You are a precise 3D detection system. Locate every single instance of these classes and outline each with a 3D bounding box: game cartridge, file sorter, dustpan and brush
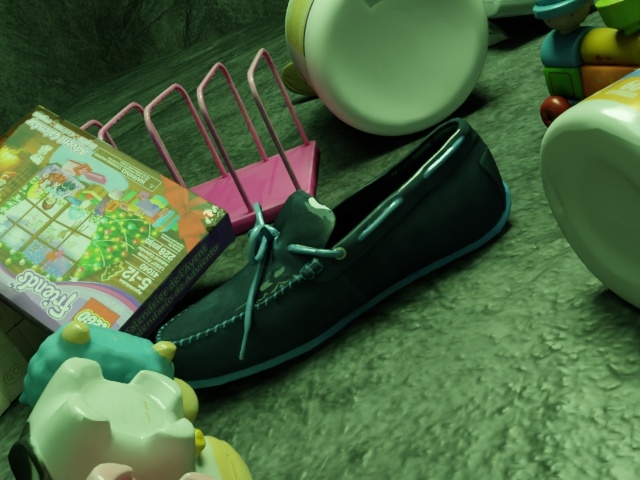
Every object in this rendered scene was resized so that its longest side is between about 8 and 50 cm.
[{"bbox_3d":[0.314,-0.415,1.192,0.198,0.062,0.297,-7,20,-14],"label":"game cartridge"},{"bbox_3d":[-0.172,-0.113,0.943,0.291,0.182,0.202,-20,24,12],"label":"file sorter"},{"bbox_3d":[0.206,-0.350,1.215,0.211,0.060,0.147,-19,24,12],"label":"dustpan and brush"}]

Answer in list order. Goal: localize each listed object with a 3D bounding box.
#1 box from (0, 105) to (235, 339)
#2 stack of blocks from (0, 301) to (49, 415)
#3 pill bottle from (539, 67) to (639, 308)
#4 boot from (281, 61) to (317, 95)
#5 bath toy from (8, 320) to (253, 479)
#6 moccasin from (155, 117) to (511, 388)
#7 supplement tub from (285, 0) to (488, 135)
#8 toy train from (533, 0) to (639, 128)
[{"bbox_3d":[-0.267,-0.011,0.756,0.293,0.057,0.201,28,64,21],"label":"box"},{"bbox_3d":[-0.400,0.137,0.765,0.171,0.087,0.297,-11,27,29],"label":"stack of blocks"},{"bbox_3d":[0.297,-0.077,0.458,0.272,0.152,0.152,-30,24,-10],"label":"pill bottle"},{"bbox_3d":[0.041,-0.350,1.357,0.213,0.077,0.165,-10,28,19],"label":"boot"},{"bbox_3d":[-0.084,0.173,0.347,0.129,0.151,0.348,-63,27,9],"label":"bath toy"},{"bbox_3d":[0.000,0.000,0.625,0.342,0.116,0.138,-31,24,-13],"label":"moccasin"},{"bbox_3d":[0.076,-0.300,1.019,0.241,0.241,0.331,-25,24,1],"label":"supplement tub"},{"bbox_3d":[0.303,-0.174,0.660,0.105,0.143,0.248,-31,24,-13],"label":"toy train"}]
